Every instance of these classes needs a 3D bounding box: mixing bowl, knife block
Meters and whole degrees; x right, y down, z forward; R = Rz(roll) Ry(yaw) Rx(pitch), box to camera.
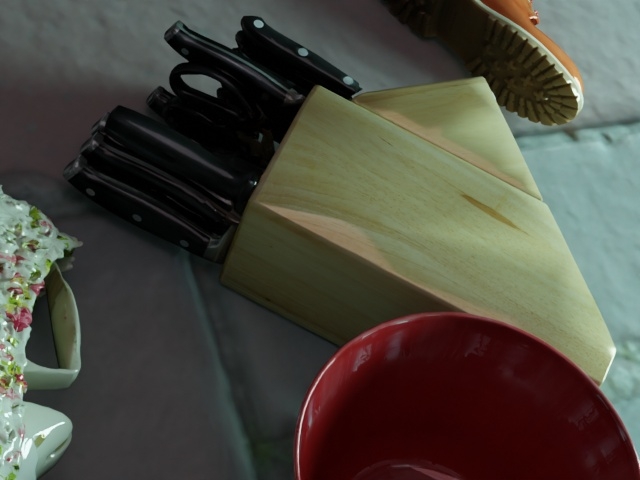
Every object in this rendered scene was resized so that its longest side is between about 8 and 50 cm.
[{"bbox_3d":[0.063,0.137,0.880,0.181,0.098,0.181,8,57,-13],"label":"mixing bowl"},{"bbox_3d":[0.000,0.000,0.956,0.242,0.088,0.275,-12,63,-22],"label":"knife block"}]

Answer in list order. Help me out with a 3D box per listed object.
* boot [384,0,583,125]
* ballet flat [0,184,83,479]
[{"bbox_3d":[0.121,-0.143,1.105,0.158,0.059,0.084,45,52,15],"label":"boot"},{"bbox_3d":[-0.157,0.069,0.853,0.077,0.091,0.241,18,46,-20],"label":"ballet flat"}]
